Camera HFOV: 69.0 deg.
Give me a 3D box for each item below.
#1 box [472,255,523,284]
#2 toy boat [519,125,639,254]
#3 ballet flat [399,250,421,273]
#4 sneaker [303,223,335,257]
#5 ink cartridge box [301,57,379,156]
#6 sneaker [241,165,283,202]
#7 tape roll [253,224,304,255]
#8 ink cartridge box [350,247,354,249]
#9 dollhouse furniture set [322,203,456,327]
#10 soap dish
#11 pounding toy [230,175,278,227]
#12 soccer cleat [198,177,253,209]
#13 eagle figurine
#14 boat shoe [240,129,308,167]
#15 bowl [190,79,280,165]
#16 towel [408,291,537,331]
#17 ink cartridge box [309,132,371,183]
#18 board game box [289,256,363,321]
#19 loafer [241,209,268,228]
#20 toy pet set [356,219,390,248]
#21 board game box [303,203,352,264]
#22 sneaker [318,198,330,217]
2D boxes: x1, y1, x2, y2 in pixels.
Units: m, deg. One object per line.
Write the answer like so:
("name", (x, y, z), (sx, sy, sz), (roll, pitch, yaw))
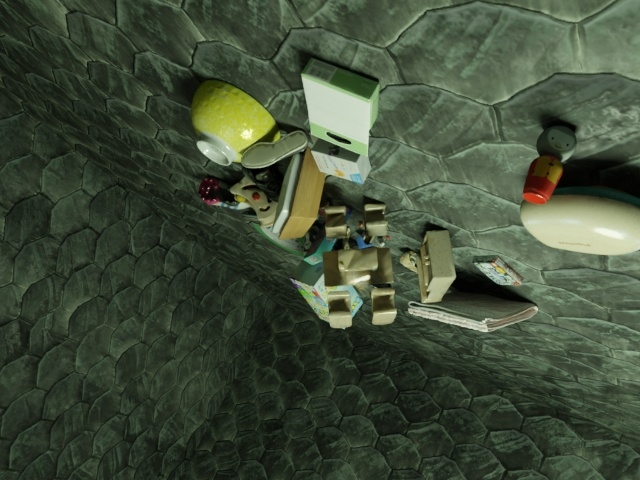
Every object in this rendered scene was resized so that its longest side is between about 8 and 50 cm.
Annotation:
("box", (0.565, 0.096, 1.488), (0.137, 0.027, 0.094), (36, 160, -21))
("toy boat", (0.509, -0.086, 0.923), (0.318, 0.148, 0.267), (31, 169, -34))
("ballet flat", (0.389, 0.102, 1.711), (0.206, 0.073, 0.067), (26, 148, -4))
("sneaker", (0.000, 0.000, 1.982), (0.094, 0.153, 0.235), (-4, -176, 36))
("ink cartridge box", (0.050, -0.307, 1.107), (0.171, 0.056, 0.235), (25, 165, 13))
("sneaker", (-0.176, -0.201, 1.656), (0.227, 0.087, 0.130), (41, 178, -21))
("tape roll", (-0.155, -0.040, 2.119), (0.321, 0.077, 0.321), (25, 162, 9))
("ink cartridge box", (0.122, 0.050, 2.027), (0.083, 0.028, 0.048), (20, 160, 24))
("dollhouse furniture set", (0.208, 0.095, 1.525), (0.394, 0.362, 0.256), (-4, 156, 2))
("soap dish", (-0.069, -0.136, 1.507), (0.118, 0.229, 0.291), (14, 164, -9))
("pounding toy", (-0.218, -0.130, 1.838), (0.269, 0.154, 0.155), (24, 162, 15))
("soccer cleat", (-0.401, -0.189, 2.024), (0.331, 0.116, 0.143), (20, 180, 42))
("eagle figurine", (0.131, 0.100, 1.848), (0.225, 0.298, 0.226), (-22, 178, 20))
("boat shoe", (-0.129, -0.255, 1.356), (0.206, 0.075, 0.065), (-20, 170, 8))
("bowl", (-0.283, -0.322, 1.404), (0.289, 0.156, 0.289), (26, 162, 9))
("towel", (0.529, 0.237, 1.639), (0.317, 0.053, 0.332), (-5, -173, -39))
("ink cartridge box", (0.043, -0.232, 1.312), (0.181, 0.061, 0.104), (21, 160, 25))
("board game box", (0.026, 0.193, 1.811), (0.142, 0.144, 0.275), (15, 147, 44))
("loafer", (-0.198, -0.076, 1.919), (0.267, 0.084, 0.096), (3, -161, 13))
("toy pet set", (0.174, -0.009, 1.726), (0.122, 0.065, 0.114), (33, 162, -13))
("board game box", (0.024, -0.018, 1.688), (0.047, 0.210, 0.160), (32, 161, -11))
("sneaker", (0.021, -0.115, 1.701), (0.067, 0.042, 0.118), (39, 168, -19))
